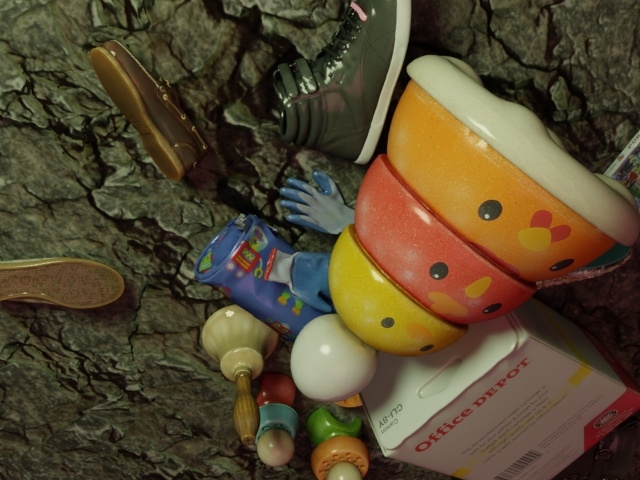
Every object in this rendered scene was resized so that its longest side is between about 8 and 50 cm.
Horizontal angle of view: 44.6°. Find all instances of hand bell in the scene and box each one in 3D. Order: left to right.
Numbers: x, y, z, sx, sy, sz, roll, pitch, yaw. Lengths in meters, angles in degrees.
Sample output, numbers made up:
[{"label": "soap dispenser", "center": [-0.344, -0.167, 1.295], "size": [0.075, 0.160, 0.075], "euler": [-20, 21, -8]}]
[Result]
[{"label": "hand bell", "center": [-0.116, 0.215, 1.168], "size": [0.126, 0.242, 0.126], "euler": [-3, 120, -6]}]

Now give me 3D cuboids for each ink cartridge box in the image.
[{"label": "ink cartridge box", "center": [0.285, 0.234, 1.228], "size": [0.385, 0.160, 0.279], "euler": [28, 115, -39]}]

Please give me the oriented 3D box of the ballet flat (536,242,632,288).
[{"label": "ballet flat", "center": [0.367, 0.037, 1.241], "size": [0.241, 0.091, 0.077], "euler": [-9, 151, 2]}]

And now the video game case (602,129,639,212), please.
[{"label": "video game case", "center": [0.557, -0.111, 1.206], "size": [0.201, 0.023, 0.183], "euler": [26, 113, -22]}]

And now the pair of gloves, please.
[{"label": "pair of gloves", "center": [0.000, 0.000, 1.126], "size": [0.159, 0.023, 0.198], "euler": [21, 73, -30]}]

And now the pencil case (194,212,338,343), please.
[{"label": "pencil case", "center": [-0.042, 0.078, 1.175], "size": [0.306, 0.119, 0.133], "euler": [38, 64, -24]}]

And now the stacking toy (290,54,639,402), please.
[{"label": "stacking toy", "center": [0.134, 0.037, 1.025], "size": [0.351, 0.350, 0.479], "euler": [31, 107, -22]}]

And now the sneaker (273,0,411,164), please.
[{"label": "sneaker", "center": [0.020, -0.236, 1.009], "size": [0.147, 0.104, 0.295], "euler": [3, 123, -16]}]

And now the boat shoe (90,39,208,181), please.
[{"label": "boat shoe", "center": [-0.223, -0.179, 1.036], "size": [0.073, 0.073, 0.207], "euler": [-46, 127, -25]}]

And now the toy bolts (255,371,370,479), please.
[{"label": "toy bolts", "center": [-0.004, 0.304, 1.283], "size": [0.229, 0.158, 0.218], "euler": [16, 116, -17]}]

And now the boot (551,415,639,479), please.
[{"label": "boot", "center": [0.470, 0.436, 1.465], "size": [0.229, 0.091, 0.262], "euler": [8, 116, -12]}]

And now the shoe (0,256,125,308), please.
[{"label": "shoe", "center": [-0.401, 0.057, 1.152], "size": [0.219, 0.058, 0.076], "euler": [3, 99, -14]}]
